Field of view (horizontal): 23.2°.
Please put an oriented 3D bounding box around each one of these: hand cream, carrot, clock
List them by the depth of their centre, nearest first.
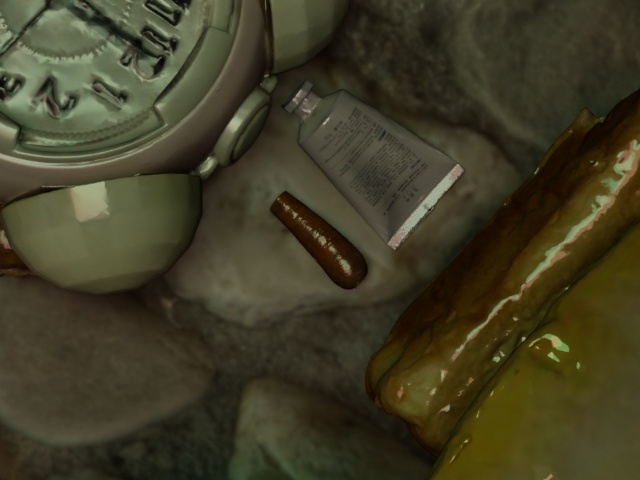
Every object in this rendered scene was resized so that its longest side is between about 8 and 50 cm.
[{"bbox_3d":[-0.177,-0.162,1.132,0.326,0.184,0.342,33,87,4],"label":"clock"},{"bbox_3d":[0.031,-0.068,1.198,0.142,0.053,0.084,40,98,-12],"label":"hand cream"},{"bbox_3d":[0.000,0.000,1.209,0.093,0.032,0.032,45,97,8],"label":"carrot"}]

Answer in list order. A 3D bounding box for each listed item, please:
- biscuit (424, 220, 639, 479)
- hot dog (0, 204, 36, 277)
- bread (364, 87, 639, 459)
[{"bbox_3d":[0.301,0.170,0.963,0.429,0.104,0.446,32,69,5],"label":"biscuit"},{"bbox_3d":[-0.275,-0.010,1.223,0.289,0.068,0.083,1,86,8],"label":"hot dog"},{"bbox_3d":[0.195,0.042,1.130,0.195,0.149,0.344,43,97,-12],"label":"bread"}]
